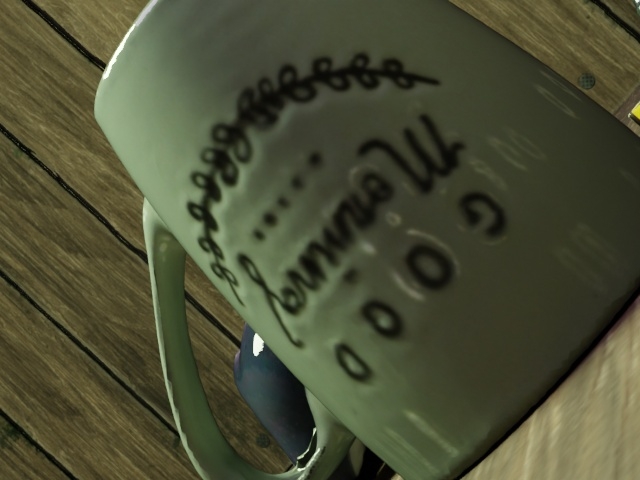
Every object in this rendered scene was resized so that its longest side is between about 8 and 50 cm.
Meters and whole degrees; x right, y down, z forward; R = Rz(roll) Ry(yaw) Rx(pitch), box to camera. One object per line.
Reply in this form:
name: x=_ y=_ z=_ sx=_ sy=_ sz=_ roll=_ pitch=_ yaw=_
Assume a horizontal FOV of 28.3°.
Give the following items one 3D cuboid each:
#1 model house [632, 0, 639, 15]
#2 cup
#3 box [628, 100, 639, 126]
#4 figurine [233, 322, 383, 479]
model house: x=0.253 y=-0.217 z=0.766 sx=0.194 sy=0.170 sz=0.211 roll=-48 pitch=-3 yaw=33
cup: x=0.000 y=0.000 z=0.598 sx=0.258 sy=0.234 sz=0.186 roll=-51 pitch=-6 yaw=14
box: x=0.341 y=-0.191 z=0.977 sx=0.247 sy=0.033 sz=0.129 roll=-47 pitch=-5 yaw=-16
figurine: x=0.022 y=0.078 z=0.857 sx=0.145 sy=0.145 sz=0.222 roll=-50 pitch=-6 yaw=22
